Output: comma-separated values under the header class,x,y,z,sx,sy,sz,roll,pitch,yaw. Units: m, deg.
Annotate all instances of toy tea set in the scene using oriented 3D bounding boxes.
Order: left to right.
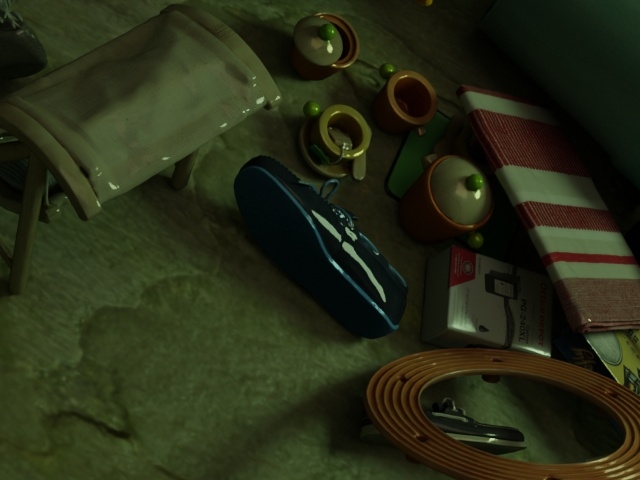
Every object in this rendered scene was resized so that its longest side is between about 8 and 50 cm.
class,x,y,z,sx,sy,sz,roll,pitch,yaw
toy tea set,0.097,-0.140,1.698,0.336,0.124,0.200,33,58,-14

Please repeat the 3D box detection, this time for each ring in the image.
class,x,y,z,sx,sy,sz,roll,pitch,yaw
ring,0.211,0.196,1.525,0.336,0.336,0.032,-4,113,-31

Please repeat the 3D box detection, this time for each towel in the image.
class,x,y,z,sx,sy,sz,roll,pitch,yaw
towel,0.291,-0.035,1.747,0.237,0.037,0.329,4,56,-55

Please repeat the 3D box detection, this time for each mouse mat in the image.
class,x,y,z,sx,sy,sz,roll,pitch,yaw
mouse mat,0.177,-0.071,1.796,0.190,0.007,0.152,33,58,-13

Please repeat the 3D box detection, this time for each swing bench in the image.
class,x,y,z,sx,sy,sz,roll,pitch,yaw
swing bench,-0.219,-0.106,1.434,0.253,0.255,0.165,-35,90,-35

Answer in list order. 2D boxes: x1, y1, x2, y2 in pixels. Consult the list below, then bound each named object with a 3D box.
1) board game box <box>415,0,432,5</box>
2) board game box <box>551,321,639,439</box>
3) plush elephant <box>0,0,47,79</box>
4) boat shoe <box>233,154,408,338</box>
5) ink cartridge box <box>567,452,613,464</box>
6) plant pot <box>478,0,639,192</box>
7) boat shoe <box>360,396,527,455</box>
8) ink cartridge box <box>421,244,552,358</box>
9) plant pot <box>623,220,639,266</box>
class,x,y,z,sx,sy,sz,roll,pitch,yaw
board game box,0.039,-0.457,1.718,0.390,0.050,0.390,20,54,21
board game box,0.392,0.184,1.757,0.243,0.042,0.165,54,31,0
plush elephant,-0.389,-0.278,1.429,0.272,0.255,0.330,11,58,-36
boat shoe,0.000,0.000,1.625,0.258,0.109,0.089,53,46,-21
ink cartridge box,0.265,0.388,1.546,0.198,0.197,0.270,-6,74,-32
plant pot,0.405,-0.269,1.831,0.334,0.341,0.341,38,57,-1
boat shoe,0.143,0.205,1.626,0.206,0.075,0.065,9,67,-20
ink cartridge box,0.202,0.082,1.714,0.150,0.063,0.109,17,63,-23
plant pot,0.509,0.010,1.858,0.167,0.188,0.187,-21,82,-20
